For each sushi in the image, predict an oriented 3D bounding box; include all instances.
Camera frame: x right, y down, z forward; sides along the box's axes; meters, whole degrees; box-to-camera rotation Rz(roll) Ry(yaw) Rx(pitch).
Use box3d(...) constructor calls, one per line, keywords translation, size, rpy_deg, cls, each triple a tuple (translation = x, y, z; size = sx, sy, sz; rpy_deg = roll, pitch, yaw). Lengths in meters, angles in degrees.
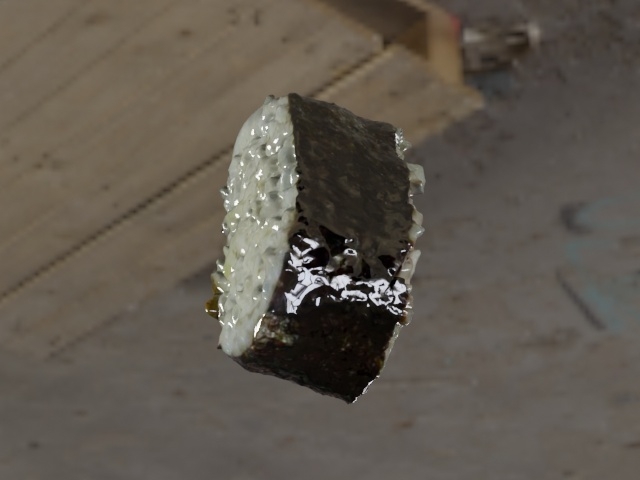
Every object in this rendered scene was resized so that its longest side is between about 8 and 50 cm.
box3d(translation=(0.000, 0.000, 0.823), size=(0.078, 0.150, 0.090), rpy_deg=(20, 129, -19), cls="sushi")
